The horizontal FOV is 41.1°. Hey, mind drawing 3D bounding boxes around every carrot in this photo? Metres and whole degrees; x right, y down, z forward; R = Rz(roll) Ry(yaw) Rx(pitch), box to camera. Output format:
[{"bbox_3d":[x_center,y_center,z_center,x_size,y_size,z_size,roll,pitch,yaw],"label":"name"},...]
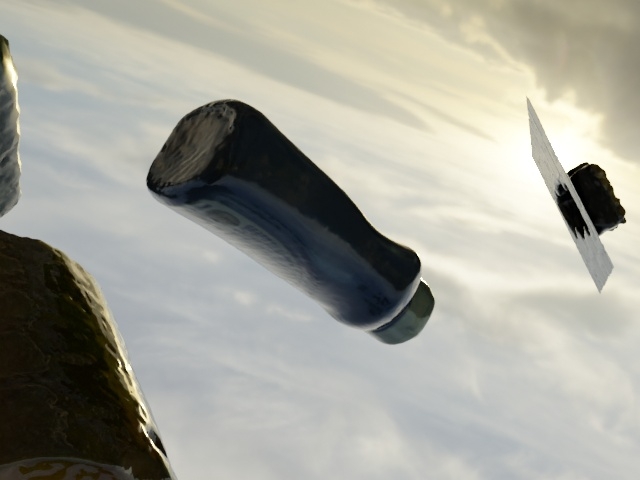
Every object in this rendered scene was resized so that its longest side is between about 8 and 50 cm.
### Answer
[{"bbox_3d":[-0.244,0.119,0.575,0.242,0.241,0.340,5,-139,-44],"label":"carrot"}]

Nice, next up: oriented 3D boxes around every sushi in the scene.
[{"bbox_3d":[0.286,-0.051,0.915,0.192,0.051,0.215,68,-171,15],"label":"sushi"}]

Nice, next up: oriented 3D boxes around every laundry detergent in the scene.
[{"bbox_3d":[0.000,0.000,0.715,0.290,0.094,0.143,37,158,-33],"label":"laundry detergent"}]

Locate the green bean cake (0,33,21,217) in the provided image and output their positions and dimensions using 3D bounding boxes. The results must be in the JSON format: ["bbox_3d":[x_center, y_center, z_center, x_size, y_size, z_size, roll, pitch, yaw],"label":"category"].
[{"bbox_3d":[-0.510,-0.109,0.981,0.169,0.307,0.300,40,-131,16],"label":"green bean cake"}]
